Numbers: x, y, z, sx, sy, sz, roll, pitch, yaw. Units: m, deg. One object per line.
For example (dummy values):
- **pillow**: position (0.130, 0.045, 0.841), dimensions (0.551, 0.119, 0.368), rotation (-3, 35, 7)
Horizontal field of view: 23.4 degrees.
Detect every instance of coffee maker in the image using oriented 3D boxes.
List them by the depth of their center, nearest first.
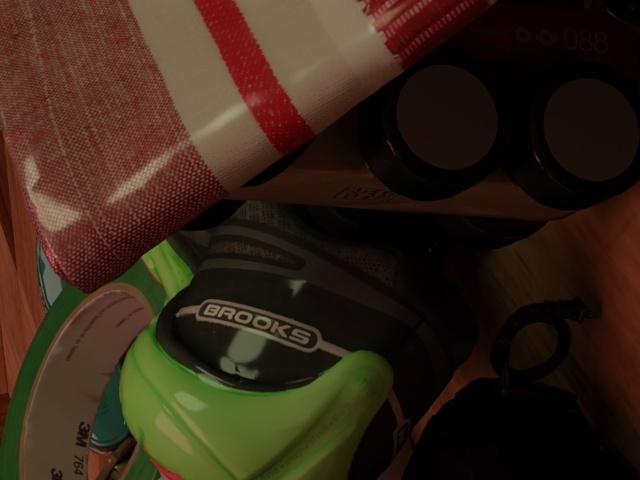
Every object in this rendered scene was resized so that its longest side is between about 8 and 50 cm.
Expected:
- **coffee maker**: position (0.112, 0.142, 0.691), dimensions (0.178, 0.120, 0.171), rotation (-136, 39, -60)

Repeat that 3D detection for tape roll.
- **tape roll**: position (-0.187, 0.163, 1.436), dimensions (0.321, 0.077, 0.321), rotation (-32, 47, 42)

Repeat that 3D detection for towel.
- **towel**: position (0.008, -0.156, 0.548), dimensions (0.037, 0.329, 0.237), rotation (45, -167, -48)

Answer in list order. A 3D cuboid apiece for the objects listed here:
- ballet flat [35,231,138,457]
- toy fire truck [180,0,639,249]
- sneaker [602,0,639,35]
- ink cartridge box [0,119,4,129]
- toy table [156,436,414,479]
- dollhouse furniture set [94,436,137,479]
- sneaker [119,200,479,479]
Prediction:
- **ballet flat**: position (-0.264, 0.098, 1.876), dimensions (0.123, 0.123, 0.348), rotation (123, 135, -66)
- **toy fire truck**: position (0.031, -0.134, 0.648), dimensions (0.158, 0.217, 0.246), rotation (144, 128, -70)
- **sneaker**: position (0.127, -0.116, 0.548), dimensions (0.063, 0.075, 0.170), rotation (108, 146, -58)
- **ink cartridge box**: position (-0.295, -0.298, 1.418), dimensions (0.395, 0.166, 0.285), rotation (-95, 3, -66)
- **toy table**: position (-0.050, 0.177, 1.056), dimensions (0.274, 0.252, 0.161), rotation (-103, 30, -45)
- **dollhouse furniture set**: position (-0.131, 0.280, 1.577), dimensions (0.101, 0.182, 0.161), rotation (-57, -8, 16)
- **sneaker**: position (0.000, 0.000, 0.914), dimensions (0.185, 0.202, 0.483), rotation (45, -169, -23)
